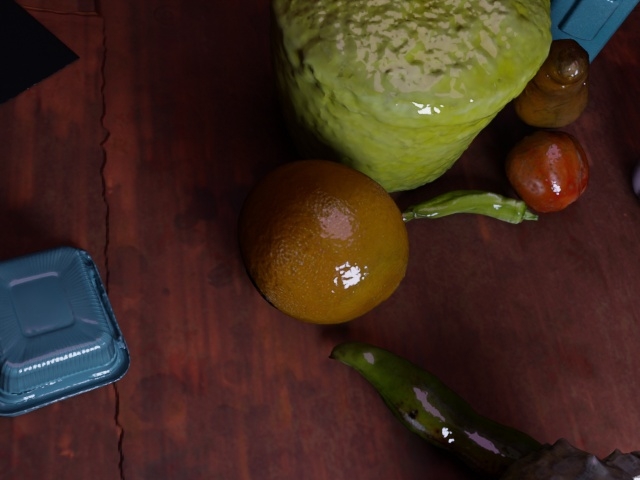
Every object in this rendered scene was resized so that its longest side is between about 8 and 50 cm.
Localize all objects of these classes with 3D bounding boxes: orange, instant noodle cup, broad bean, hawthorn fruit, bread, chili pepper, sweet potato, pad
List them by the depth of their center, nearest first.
[{"bbox_3d":[-0.302,0.084,0.853,0.157,0.070,0.179,-16,65,-26],"label":"instant noodle cup"},{"bbox_3d":[0.159,0.215,0.908,0.339,0.061,0.077,33,49,4],"label":"broad bean"},{"bbox_3d":[0.000,0.000,0.919,0.206,0.206,0.206,7,58,-12],"label":"orange"},{"bbox_3d":[0.096,-0.249,1.019,0.348,0.307,0.348,3,68,-7],"label":"bread"},{"bbox_3d":[-0.471,-0.282,1.059,0.245,0.006,0.170,40,59,10],"label":"pad"},{"bbox_3d":[0.313,-0.209,1.078,0.112,0.359,0.112,-2,83,18],"label":"sweet potato"},{"bbox_3d":[0.200,-0.047,1.095,0.208,0.043,0.048,0,85,-10],"label":"chili pepper"},{"bbox_3d":[0.324,-0.100,1.116,0.128,0.128,0.128,7,58,-12],"label":"hawthorn fruit"}]

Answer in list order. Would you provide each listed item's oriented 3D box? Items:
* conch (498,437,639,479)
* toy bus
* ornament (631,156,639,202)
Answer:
[{"bbox_3d":[0.247,0.315,0.813,0.210,0.291,0.159,47,12,-30],"label":"conch"},{"bbox_3d":[0.393,-0.359,1.206,0.128,0.256,0.147,17,60,-5],"label":"toy bus"},{"bbox_3d":[0.557,-0.095,1.150,0.178,0.177,0.177,7,58,-12],"label":"ornament"}]
